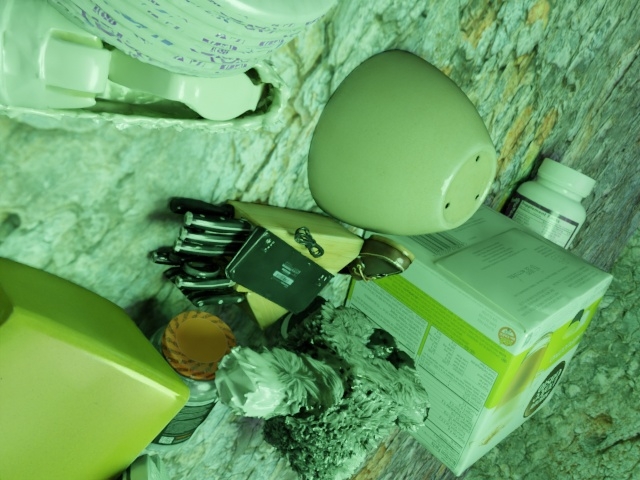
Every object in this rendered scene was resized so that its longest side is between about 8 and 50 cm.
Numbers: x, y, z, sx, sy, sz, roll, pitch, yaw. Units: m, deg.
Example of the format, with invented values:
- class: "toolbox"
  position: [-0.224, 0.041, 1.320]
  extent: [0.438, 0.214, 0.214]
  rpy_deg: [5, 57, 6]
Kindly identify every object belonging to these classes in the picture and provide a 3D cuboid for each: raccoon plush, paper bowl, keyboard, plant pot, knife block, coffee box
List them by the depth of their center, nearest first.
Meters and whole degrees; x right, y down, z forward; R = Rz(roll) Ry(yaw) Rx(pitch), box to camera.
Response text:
- class: "paper bowl"
  position: [-0.123, -0.256, 0.458]
  extent: [0.148, 0.284, 0.284]
  rpy_deg: [-23, 165, 37]
- class: "plant pot"
  position: [-0.302, 0.139, 0.616]
  extent: [0.212, 0.212, 0.187]
  rpy_deg: [-48, 132, -11]
- class: "keyboard"
  position: [-0.043, 0.032, 0.819]
  extent: [0.108, 0.023, 0.180]
  rpy_deg: [-48, 144, 4]
- class: "knife block"
  position: [-0.081, -0.006, 0.837]
  extent: [0.276, 0.088, 0.242]
  rpy_deg: [-37, 141, -20]
- class: "raccoon plush"
  position: [-0.056, 0.250, 0.903]
  extent: [0.446, 0.216, 0.299]
  rpy_deg: [19, 118, -44]
- class: "plant pot"
  position: [0.148, -0.117, 0.934]
  extent: [0.284, 0.191, 0.284]
  rpy_deg: [-31, 140, -31]
- class: "coffee box"
  position: [0.274, 0.158, 1.183]
  extent: [0.338, 0.338, 0.334]
  rpy_deg: [-17, 130, -42]

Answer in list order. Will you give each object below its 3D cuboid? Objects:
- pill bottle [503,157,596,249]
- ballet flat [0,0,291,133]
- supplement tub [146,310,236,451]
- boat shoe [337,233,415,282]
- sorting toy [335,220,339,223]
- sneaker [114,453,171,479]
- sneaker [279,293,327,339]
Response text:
- class: "pill bottle"
  position: [0.512, -0.034, 1.458]
  extent: [0.169, 0.169, 0.301]
  rpy_deg: [8, 112, -52]
- class: "ballet flat"
  position: [-0.183, -0.165, 0.551]
  extent: [0.409, 0.147, 0.147]
  rpy_deg: [-4, 121, -48]
- class: "supplement tub"
  position: [-0.185, 0.183, 0.809]
  extent: [0.117, 0.117, 0.190]
  rpy_deg: [-13, 148, -44]
- class: "boat shoe"
  position: [0.076, 0.034, 0.980]
  extent: [0.073, 0.207, 0.073]
  rpy_deg: [40, 78, -15]
- class: "sorting toy"
  position: [0.000, 0.000, 1.010]
  extent: [0.083, 0.012, 0.062]
  rpy_deg: [-31, 134, -25]
- class: "sneaker"
  position: [-0.222, 0.319, 0.696]
  extent: [0.128, 0.126, 0.321]
  rpy_deg: [-23, 169, -19]
- class: "sneaker"
  position: [0.003, 0.193, 1.095]
  extent: [0.100, 0.108, 0.271]
  rpy_deg: [-36, 140, -23]
